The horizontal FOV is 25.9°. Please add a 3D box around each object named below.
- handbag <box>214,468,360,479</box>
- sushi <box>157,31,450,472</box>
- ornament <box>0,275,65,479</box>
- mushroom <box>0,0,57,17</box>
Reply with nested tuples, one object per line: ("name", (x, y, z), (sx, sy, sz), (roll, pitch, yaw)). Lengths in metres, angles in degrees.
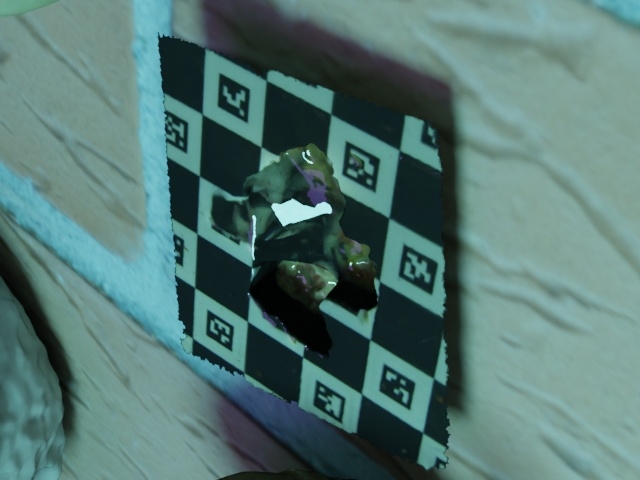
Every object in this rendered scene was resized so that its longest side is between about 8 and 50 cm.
("handbag", (-0.009, 0.270, 0.751), (0.283, 0.149, 0.302), (-42, 41, 54))
("sushi", (0.000, 0.000, 0.727), (0.192, 0.040, 0.210), (23, 131, 33))
("ornament", (-0.379, 0.140, 1.092), (0.337, 0.337, 0.337), (33, 139, 34))
("mushroom", (-0.215, -0.244, 0.654), (0.336, 0.314, 0.314), (-126, 14, -73))
